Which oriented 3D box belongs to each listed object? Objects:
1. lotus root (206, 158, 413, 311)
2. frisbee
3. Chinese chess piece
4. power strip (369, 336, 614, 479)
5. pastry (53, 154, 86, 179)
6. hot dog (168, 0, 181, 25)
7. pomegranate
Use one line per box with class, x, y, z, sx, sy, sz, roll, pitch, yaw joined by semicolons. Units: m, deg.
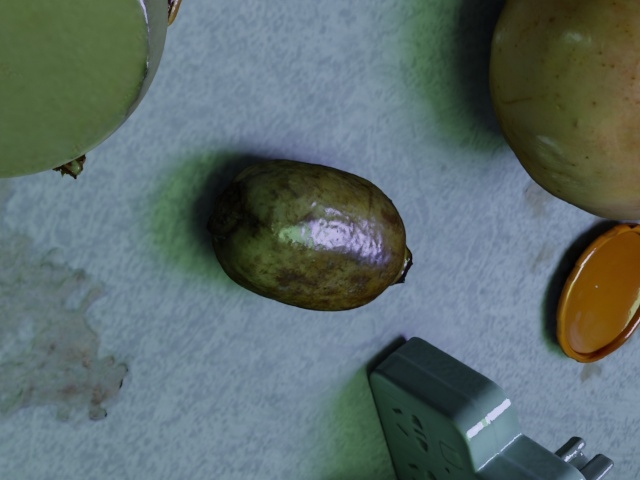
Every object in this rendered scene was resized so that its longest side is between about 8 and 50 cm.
lotus root;0.000;0.000;1.592;0.260;0.128;0.145;20;111;-43
frisbee;0.358;0.064;2.052;0.192;0.035;0.192;-22;125;-35
Chinese chess piece;-0.244;-0.171;1.180;0.273;0.102;0.273;-2;130;-3
power strip;0.197;0.238;1.818;0.141;0.261;0.229;-38;134;-22
pastry;-0.206;-0.136;1.348;0.063;0.087;0.169;16;101;-14
hot dog;-0.129;-0.225;1.418;0.037;0.021;0.083;2;111;-47
pomegranate;0.343;-0.175;1.682;0.338;0.338;0.338;-23;126;-35
